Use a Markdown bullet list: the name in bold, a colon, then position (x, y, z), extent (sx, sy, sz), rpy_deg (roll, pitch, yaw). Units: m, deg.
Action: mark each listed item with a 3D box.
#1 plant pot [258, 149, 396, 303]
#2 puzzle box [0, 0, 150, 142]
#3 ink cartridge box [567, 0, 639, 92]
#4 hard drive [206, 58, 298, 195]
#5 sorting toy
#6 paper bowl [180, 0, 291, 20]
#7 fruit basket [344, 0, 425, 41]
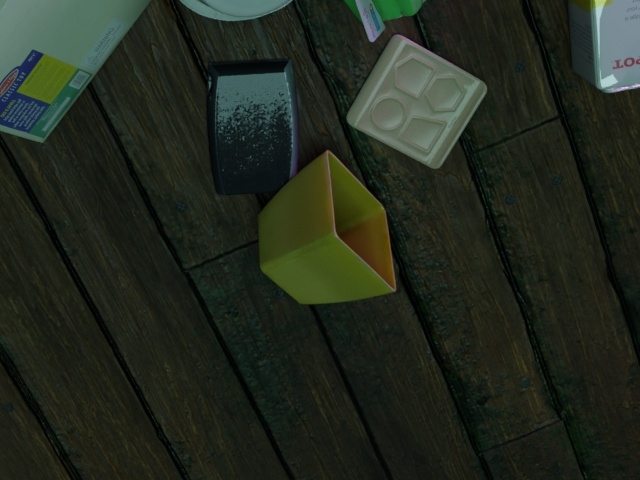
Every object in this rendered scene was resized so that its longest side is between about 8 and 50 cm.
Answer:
- **plant pot**: position (0.000, 0.000, 2.033), extent (0.187, 0.212, 0.212), rpy_deg (-26, 136, 23)
- **puzzle box**: position (-0.456, -0.357, 1.829), extent (0.409, 0.272, 0.052), rpy_deg (-49, 65, 12)
- **ink cartridge box**: position (0.590, -0.487, 1.943), extent (0.279, 0.160, 0.384), rpy_deg (-11, 113, -2)
- **hard drive**: position (-0.124, -0.205, 2.026), extent (0.172, 0.054, 0.254), rpy_deg (-3, 113, -6)
- **sorting toy**: position (0.180, -0.261, 2.056), extent (0.208, 0.038, 0.193), rpy_deg (27, 106, -12)
- **paper bowl**: position (-0.126, -0.487, 1.800), extent (0.284, 0.148, 0.284), rpy_deg (-13, 140, -11)
- **fruit basket**: position (0.077, -0.553, 1.794), extent (0.165, 0.327, 0.353), rpy_deg (-10, 123, 39)
